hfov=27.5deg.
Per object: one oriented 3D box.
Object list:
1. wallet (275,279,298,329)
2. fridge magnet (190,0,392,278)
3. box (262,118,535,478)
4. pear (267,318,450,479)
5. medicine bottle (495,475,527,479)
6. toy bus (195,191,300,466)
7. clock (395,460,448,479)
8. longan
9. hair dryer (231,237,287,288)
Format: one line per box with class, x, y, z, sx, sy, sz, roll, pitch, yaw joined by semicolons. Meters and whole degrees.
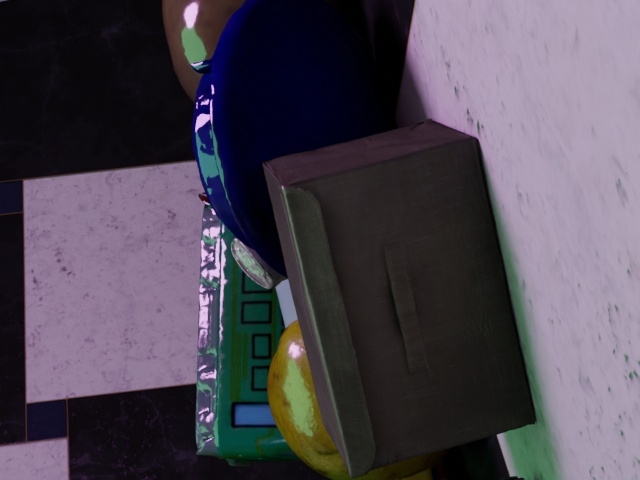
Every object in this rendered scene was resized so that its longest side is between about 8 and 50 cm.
wallet;0.000;0.000;1.467;0.176;0.075;0.250;-38;59;43
fridge magnet;-0.020;-0.091;1.168;0.265;0.112;0.265;16;-110;-54
box;0.057;0.039;1.019;0.155;0.149;0.231;-134;30;-78
pear;0.044;0.143;1.262;0.200;0.200;0.200;165;90;-84
medicine bottle;0.178;0.312;1.031;0.171;0.052;0.201;83;169;-49
toy bus;-0.044;0.108;1.628;0.183;0.199;0.343;26;-118;-68
clock;0.108;0.268;1.475;0.277;0.071;0.293;86;176;-66
longan;-0.067;-0.227;1.323;0.196;0.196;0.220;84;-175;-56
hair dryer;-0.051;-0.057;1.318;0.237;0.206;0.075;50;128;22
